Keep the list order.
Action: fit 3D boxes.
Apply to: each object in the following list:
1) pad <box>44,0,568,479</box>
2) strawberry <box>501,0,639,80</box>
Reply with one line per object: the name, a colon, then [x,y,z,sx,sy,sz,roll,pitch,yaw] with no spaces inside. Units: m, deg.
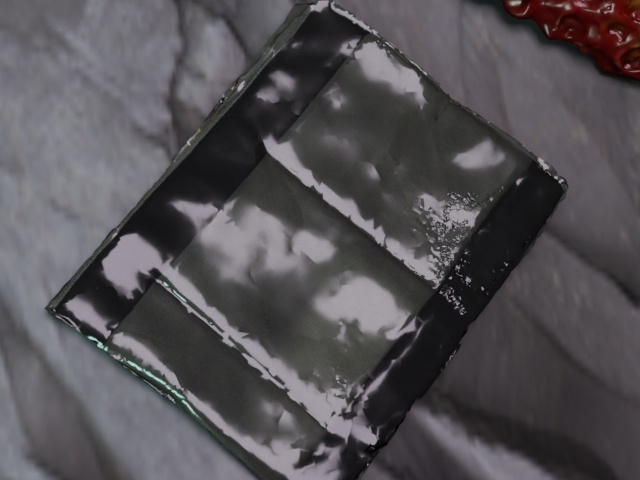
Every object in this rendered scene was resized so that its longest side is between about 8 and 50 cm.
pad: [0.000,0.000,0.828,0.174,0.022,0.233,38,64,0]
strawberry: [0.152,-0.202,0.908,0.190,0.111,0.236,-39,85,-29]
